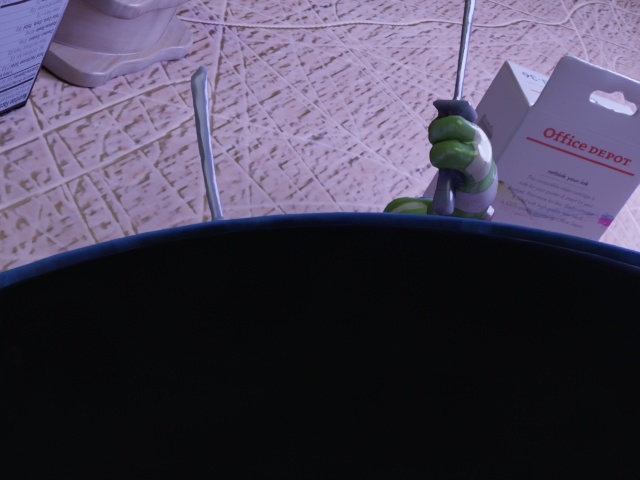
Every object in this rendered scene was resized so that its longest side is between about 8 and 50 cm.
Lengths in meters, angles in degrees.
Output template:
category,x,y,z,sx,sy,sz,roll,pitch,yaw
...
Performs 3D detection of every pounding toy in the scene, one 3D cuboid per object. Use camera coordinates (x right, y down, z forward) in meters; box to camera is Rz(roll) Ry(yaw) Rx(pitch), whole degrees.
category,x,y,z,sx,sy,sz,roll,pitch,yaw
pounding toy,-0.146,-0.238,0.965,0.154,0.155,0.269,40,31,9

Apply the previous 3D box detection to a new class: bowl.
category,x,y,z,sx,sy,sz,roll,pitch,yaw
bowl,0.000,0.115,0.278,0.391,0.077,0.391,-2,32,1

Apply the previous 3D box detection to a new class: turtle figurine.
category,x,y,z,sx,sy,sz,roll,pitch,yaw
turtle figurine,0.000,0.000,0.702,0.198,0.274,0.266,-1,31,14

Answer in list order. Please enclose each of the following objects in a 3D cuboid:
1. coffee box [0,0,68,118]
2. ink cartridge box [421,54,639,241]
category,x,y,z,sx,sy,sz,roll,pitch,yaw
coffee box,-0.219,-0.205,0.758,0.141,0.246,0.098,35,29,6
ink cartridge box,0.160,-0.051,0.908,0.115,0.198,0.067,17,33,-23
